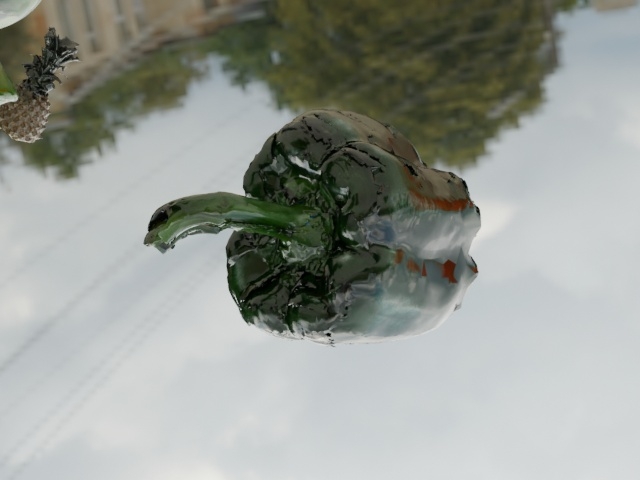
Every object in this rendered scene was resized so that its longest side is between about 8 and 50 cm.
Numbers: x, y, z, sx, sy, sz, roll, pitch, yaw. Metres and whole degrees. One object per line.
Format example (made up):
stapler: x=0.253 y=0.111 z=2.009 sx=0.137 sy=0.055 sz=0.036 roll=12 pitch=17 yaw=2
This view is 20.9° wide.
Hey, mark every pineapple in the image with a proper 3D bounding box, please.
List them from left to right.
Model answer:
pineapple: x=-0.283 y=-0.161 z=1.740 sx=0.058 sy=0.124 sz=0.058 roll=27 pitch=-162 yaw=-10

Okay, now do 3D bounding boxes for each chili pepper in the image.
chili pepper: x=0.000 y=0.000 z=1.275 sx=0.165 sy=0.173 sz=0.261 roll=36 pitch=-159 yaw=36

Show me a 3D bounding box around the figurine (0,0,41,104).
figurine: x=-0.251 y=-0.165 z=1.155 sx=0.143 sy=0.263 sz=0.162 roll=-3 pitch=178 yaw=27
